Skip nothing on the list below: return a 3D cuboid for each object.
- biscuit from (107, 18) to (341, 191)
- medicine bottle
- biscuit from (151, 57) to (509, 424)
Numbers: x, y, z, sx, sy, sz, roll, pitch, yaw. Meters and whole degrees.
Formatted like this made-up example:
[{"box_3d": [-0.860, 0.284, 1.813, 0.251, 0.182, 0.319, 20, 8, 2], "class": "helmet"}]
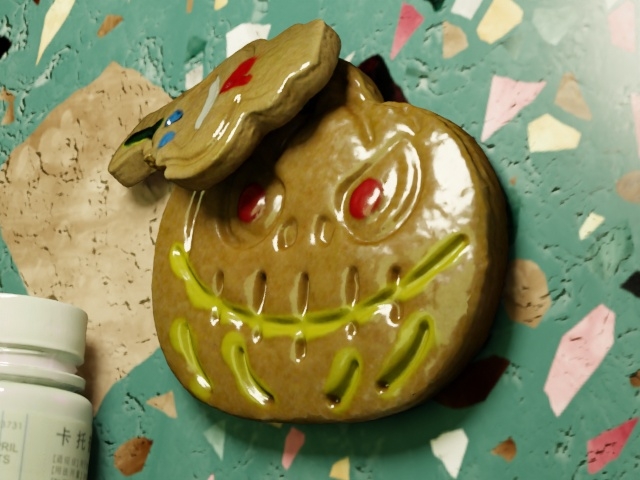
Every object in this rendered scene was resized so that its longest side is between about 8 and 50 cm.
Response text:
[{"box_3d": [-0.106, -0.118, 1.743, 0.320, 0.047, 0.183, -13, 37, 54], "class": "biscuit"}, {"box_3d": [-0.312, 0.208, 1.793, 0.170, 0.170, 0.293, -7, 73, 38], "class": "medicine bottle"}, {"box_3d": [-0.006, -0.002, 1.663, 0.394, 0.070, 0.350, -10, 71, 38], "class": "biscuit"}]
